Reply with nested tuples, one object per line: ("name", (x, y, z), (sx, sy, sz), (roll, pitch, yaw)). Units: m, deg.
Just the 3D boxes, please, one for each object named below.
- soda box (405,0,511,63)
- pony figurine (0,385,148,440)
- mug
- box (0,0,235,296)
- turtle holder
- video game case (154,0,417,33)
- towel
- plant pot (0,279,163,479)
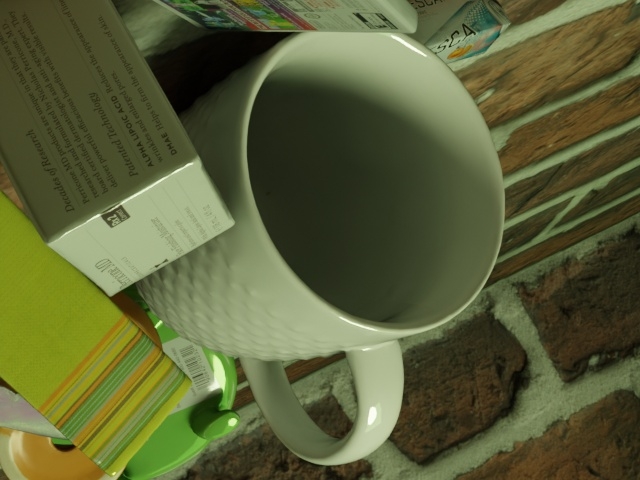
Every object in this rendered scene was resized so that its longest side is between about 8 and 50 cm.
("soda box", (0.097, -0.205, 1.280), (0.183, 0.063, 0.058), (-21, 165, -33))
("pony figurine", (-0.355, 0.120, 1.098), (0.351, 0.303, 0.363), (-9, -149, 50))
("mug", (-0.024, 0.025, 1.207), (0.276, 0.374, 0.328), (-12, 174, -35))
("box", (-0.165, -0.077, 0.948), (0.119, 0.182, 0.181), (-30, 166, -2))
("turtle holder", (-0.253, 0.175, 1.551), (0.320, 0.243, 0.227), (-50, -160, 10))
("video game case", (-0.041, -0.186, 0.947), (0.183, 0.023, 0.201), (3, 177, 18))
("towel", (-0.207, 0.071, 0.997), (0.102, 0.237, 0.021), (-49, -155, -17))
("plant pot", (-0.258, 0.166, 1.323), (0.205, 0.205, 0.188), (-30, -159, 2))
